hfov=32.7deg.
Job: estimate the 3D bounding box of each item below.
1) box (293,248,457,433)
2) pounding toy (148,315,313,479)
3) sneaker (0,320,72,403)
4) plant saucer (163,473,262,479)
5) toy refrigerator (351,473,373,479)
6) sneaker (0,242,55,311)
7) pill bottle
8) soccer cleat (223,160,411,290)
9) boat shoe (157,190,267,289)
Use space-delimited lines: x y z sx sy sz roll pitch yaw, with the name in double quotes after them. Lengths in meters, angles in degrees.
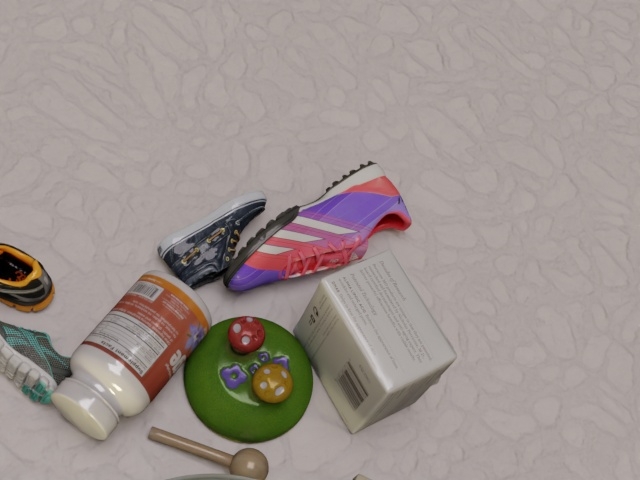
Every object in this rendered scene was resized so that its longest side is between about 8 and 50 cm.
0.070 0.141 1.500 0.119 0.181 0.182 -22 71 -25 "box"
-0.100 0.193 1.468 0.183 0.110 0.237 28 59 1 "pounding toy"
-0.398 0.142 1.451 0.166 0.065 0.076 42 44 5 "sneaker"
-0.153 0.415 1.252 0.400 0.100 0.400 -3 42 3 "plant saucer"
0.019 0.441 1.376 0.094 0.102 0.269 26 60 -1 "toy refrigerator"
-0.463 0.028 1.471 0.215 0.083 0.084 15 62 -6 "sneaker"
-0.251 0.153 1.442 0.121 0.121 0.216 36 60 5 "pill bottle"
0.000 0.000 1.603 0.318 0.108 0.116 -34 80 -30 "soccer cleat"
-0.141 0.002 1.588 0.183 0.065 0.083 -31 76 -20 "boat shoe"
